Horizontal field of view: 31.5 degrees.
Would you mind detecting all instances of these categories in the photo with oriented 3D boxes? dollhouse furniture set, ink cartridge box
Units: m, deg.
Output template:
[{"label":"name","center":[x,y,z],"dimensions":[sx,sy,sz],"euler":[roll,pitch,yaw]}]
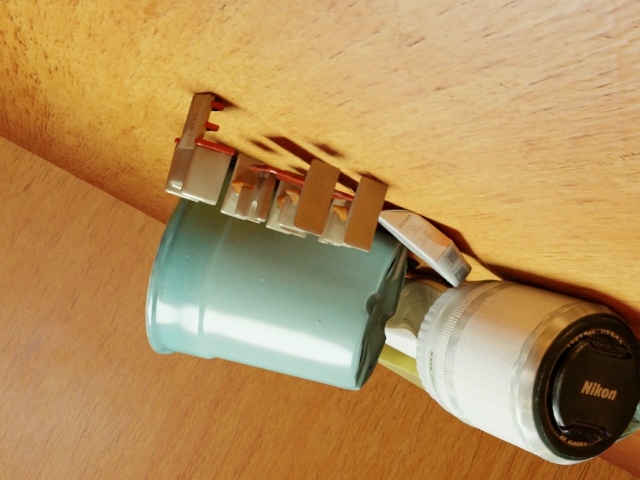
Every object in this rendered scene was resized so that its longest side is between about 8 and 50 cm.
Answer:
[{"label":"dollhouse furniture set","center":[-0.065,-0.091,1.532],"dimensions":[0.259,0.135,0.262],"euler":[18,178,-26]},{"label":"ink cartridge box","center":[0.129,-0.017,1.619],"dimensions":[0.179,0.045,0.145],"euler":[44,-179,25]}]

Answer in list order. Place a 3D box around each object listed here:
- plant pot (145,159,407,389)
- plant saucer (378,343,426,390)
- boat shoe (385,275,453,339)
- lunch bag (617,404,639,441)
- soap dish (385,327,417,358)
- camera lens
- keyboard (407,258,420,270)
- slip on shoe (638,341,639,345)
[{"label":"plant pot","center":[-0.055,0.071,1.823],"dimensions":[0.334,0.341,0.341],"euler":[17,171,14]},{"label":"plant saucer","center":[0.297,0.311,2.526],"dimensions":[0.333,0.081,0.333],"euler":[21,171,40]},{"label":"boat shoe","center":[0.205,0.114,1.992],"dimensions":[0.110,0.121,0.341],"euler":[-10,-166,-25]},{"label":"lunch bag","center":[0.442,0.285,2.094],"dimensions":[0.262,0.160,0.223],"euler":[19,175,-31]},{"label":"soap dish","center":[0.208,0.172,2.285],"dimensions":[0.229,0.118,0.291],"euler":[32,172,-31]},{"label":"camera lens","center":[0.292,0.175,1.584],"dimensions":[0.219,0.219,0.274],"euler":[32,172,-32]},{"label":"keyboard","center":[0.118,0.033,2.027],"dimensions":[0.100,0.038,0.192],"euler":[4,173,-4]},{"label":"slip on shoe","center":[0.450,0.171,1.642],"dimensions":[0.135,0.051,0.041],"euler":[34,165,-25]}]
